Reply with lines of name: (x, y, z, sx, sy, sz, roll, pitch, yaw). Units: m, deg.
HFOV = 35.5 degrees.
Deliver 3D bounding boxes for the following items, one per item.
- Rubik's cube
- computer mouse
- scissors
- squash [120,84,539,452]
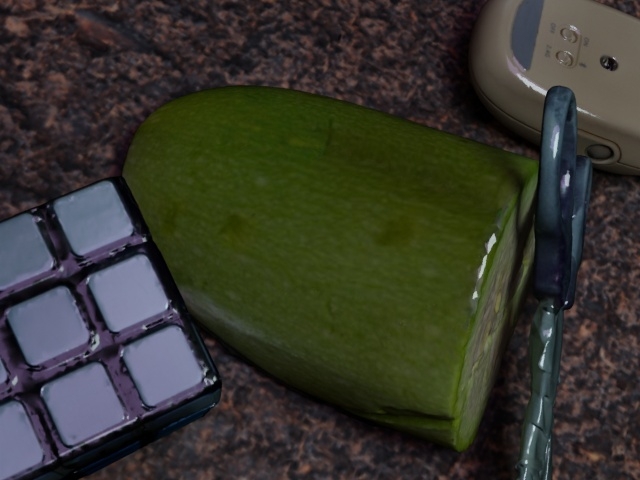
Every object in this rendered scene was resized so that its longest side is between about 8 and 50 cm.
Rubik's cube: (-0.171, 0.075, 0.663, 0.160, 0.162, 0.163, -25, 79, -16)
computer mouse: (0.241, -0.141, 0.896, 0.236, 0.082, 0.145, 18, 68, -11)
scissors: (0.172, 0.096, 0.760, 0.029, 0.256, 0.384, 5, 83, 19)
squash: (0.000, 0.000, 0.797, 0.308, 0.210, 0.234, 16, 67, 21)
